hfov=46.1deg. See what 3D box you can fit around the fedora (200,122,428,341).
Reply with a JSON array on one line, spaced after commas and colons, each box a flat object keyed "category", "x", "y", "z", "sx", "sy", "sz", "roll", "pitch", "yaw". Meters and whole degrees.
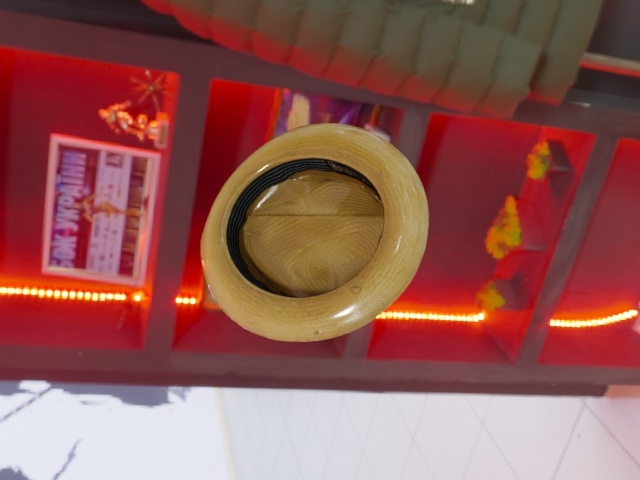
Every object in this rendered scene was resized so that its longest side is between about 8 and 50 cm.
[{"category": "fedora", "x": 0.000, "y": 0.000, "z": 0.607, "sx": 0.079, "sy": 0.194, "sz": 0.194, "roll": 42, "pitch": -140, "yaw": -58}]
